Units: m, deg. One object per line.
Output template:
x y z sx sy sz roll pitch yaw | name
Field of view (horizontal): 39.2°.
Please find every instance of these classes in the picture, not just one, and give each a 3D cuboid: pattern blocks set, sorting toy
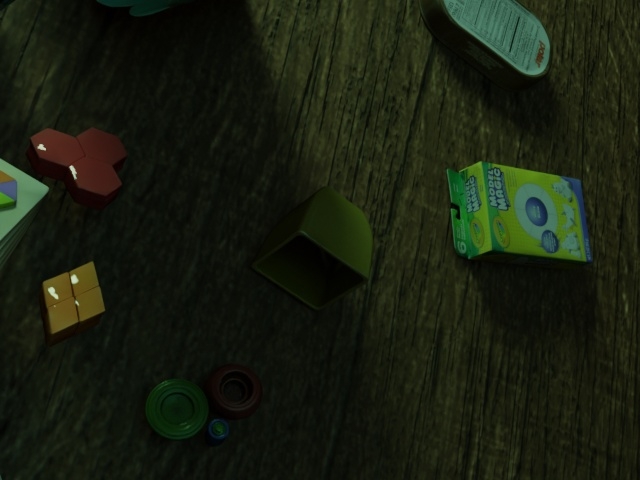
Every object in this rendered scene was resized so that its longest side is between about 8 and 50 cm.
-0.277 -0.018 0.603 0.285 0.026 0.324 21 39 -17 | pattern blocks set
-0.096 0.143 0.749 0.102 0.042 0.061 -15 68 -23 | sorting toy

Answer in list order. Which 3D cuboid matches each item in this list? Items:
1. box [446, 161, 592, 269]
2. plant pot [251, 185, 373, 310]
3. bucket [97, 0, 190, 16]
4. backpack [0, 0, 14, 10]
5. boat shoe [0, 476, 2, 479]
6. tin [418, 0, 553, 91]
0.220 -0.027 0.998 0.179 0.043 0.105 5 72 -30 | box
0.000 0.000 0.829 0.081 0.081 0.083 35 47 -19 | plant pot
-0.106 -0.341 0.760 0.183 0.281 0.281 -24 88 -38 | bucket
-0.282 -0.237 0.709 0.084 0.105 0.114 -15 82 -57 | backpack
-0.243 0.183 0.559 0.301 0.108 0.102 43 58 -37 | boat shoe
0.198 -0.253 1.060 0.190 0.040 0.106 31 65 -21 | tin
